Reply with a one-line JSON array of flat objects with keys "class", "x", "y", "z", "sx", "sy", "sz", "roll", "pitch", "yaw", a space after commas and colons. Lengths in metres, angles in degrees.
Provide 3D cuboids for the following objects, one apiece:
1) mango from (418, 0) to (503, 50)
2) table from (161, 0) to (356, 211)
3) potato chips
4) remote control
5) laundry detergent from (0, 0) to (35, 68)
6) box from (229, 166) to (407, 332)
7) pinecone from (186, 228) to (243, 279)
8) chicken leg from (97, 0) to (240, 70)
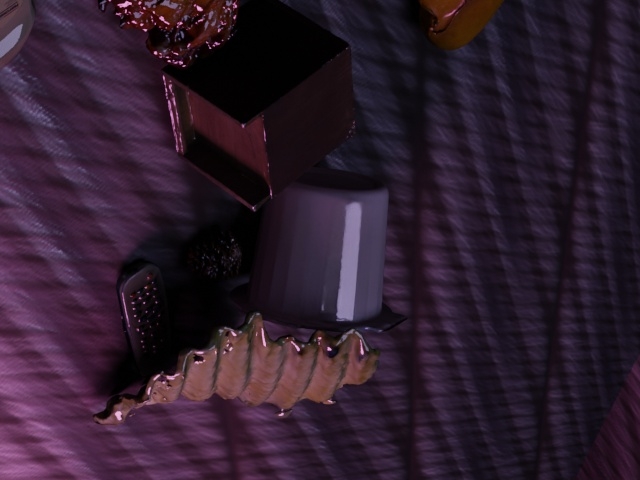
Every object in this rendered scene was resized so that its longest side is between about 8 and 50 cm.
[{"class": "mango", "x": 0.219, "y": -0.392, "z": 2.253, "sx": 0.167, "sy": 0.130, "sz": 0.262, "roll": -17, "pitch": 142, "yaw": -51}, {"class": "table", "x": -0.083, "y": -0.185, "z": 2.026, "sx": 0.193, "sy": 0.172, "sz": 0.169, "roll": -40, "pitch": 148, "yaw": -25}, {"class": "potato chips", "x": -0.130, "y": 0.199, "z": 2.261, "sx": 0.373, "sy": 0.097, "sz": 0.389, "roll": 2, "pitch": 161, "yaw": -32}, {"class": "remote control", "x": -0.256, "y": 0.115, "z": 2.251, "sx": 0.072, "sy": 0.042, "sz": 0.222, "roll": -34, "pitch": 145, "yaw": -26}, {"class": "laundry detergent", "x": -0.385, "y": -0.255, "z": 1.625, "sx": 0.181, "sy": 0.091, "sz": 0.253, "roll": -36, "pitch": 147, "yaw": -21}, {"class": "box", "x": 0.000, "y": 0.000, "z": 2.313, "sx": 0.262, "sy": 0.291, "sz": 0.206, "roll": 4, "pitch": 104, "yaw": -17}, {"class": "pinecone", "x": -0.154, "y": 0.022, "z": 2.261, "sx": 0.083, "sy": 0.077, "sz": 0.077, "roll": -6, "pitch": 137, "yaw": -6}, {"class": "chicken leg", "x": -0.177, "y": -0.336, "z": 1.837, "sx": 0.177, "sy": 0.083, "sz": 0.323, "roll": -11, "pitch": 137, "yaw": -24}]
